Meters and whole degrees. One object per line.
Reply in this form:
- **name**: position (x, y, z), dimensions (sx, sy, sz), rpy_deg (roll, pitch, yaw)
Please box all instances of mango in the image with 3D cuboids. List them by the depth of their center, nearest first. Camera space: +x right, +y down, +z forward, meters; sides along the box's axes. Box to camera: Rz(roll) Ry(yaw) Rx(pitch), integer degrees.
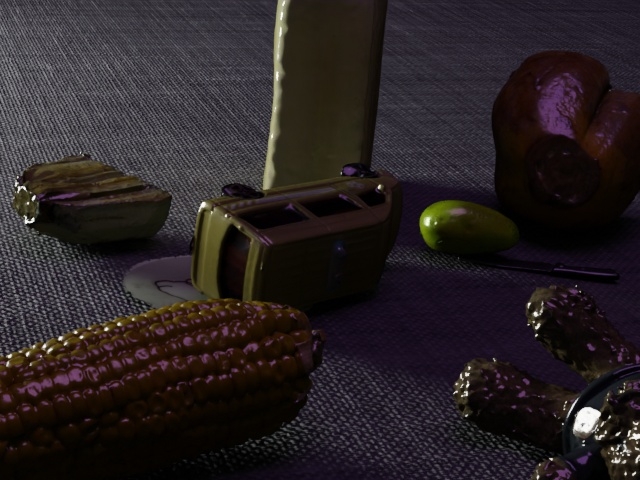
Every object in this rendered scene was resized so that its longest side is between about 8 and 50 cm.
- **mango**: position (0.159, -0.011, 1.523), dimensions (0.108, 0.056, 0.073), rpy_deg (9, -15, 3)

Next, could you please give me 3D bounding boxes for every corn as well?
- **corn**: position (-0.135, 0.111, 1.042), dimensions (0.322, 0.119, 0.119), rpy_deg (-9, 24, -32)

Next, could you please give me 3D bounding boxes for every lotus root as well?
- **lotus root**: position (-0.253, -0.032, 1.487), dimensions (0.143, 0.070, 0.144), rpy_deg (28, 26, 37)
- **lotus root**: position (0.282, -0.108, 1.619), dimensions (0.188, 0.199, 0.180), rpy_deg (2, 14, 13)

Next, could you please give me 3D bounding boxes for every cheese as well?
- **cheese**: position (0.007, -0.174, 1.643), dimensions (0.124, 0.265, 0.242), rpy_deg (5, 19, 1)

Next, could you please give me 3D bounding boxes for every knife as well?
- **knife**: position (0.230, 0.027, 1.509), dimensions (0.170, 0.010, 0.023), rpy_deg (6, 20, 10)

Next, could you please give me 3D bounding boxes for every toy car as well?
- **toy car**: position (0.000, 0.000, 1.395), dimensions (0.256, 0.101, 0.124), rpy_deg (-12, 30, -41)

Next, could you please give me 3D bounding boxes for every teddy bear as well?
- **teddy bear**: position (0.226, 0.129, 1.073), dimensions (0.129, 0.182, 0.251), rpy_deg (36, 2, -30)

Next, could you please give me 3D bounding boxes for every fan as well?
- **fan**: position (-0.134, 0.063, 1.329), dimensions (0.190, 0.009, 0.329), rpy_deg (16, 20, 26)
